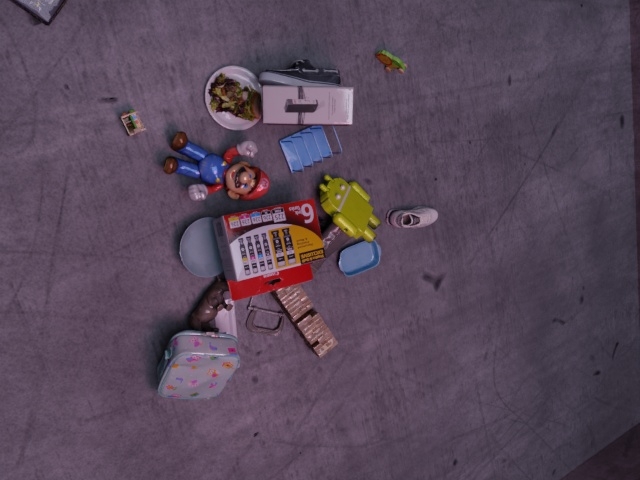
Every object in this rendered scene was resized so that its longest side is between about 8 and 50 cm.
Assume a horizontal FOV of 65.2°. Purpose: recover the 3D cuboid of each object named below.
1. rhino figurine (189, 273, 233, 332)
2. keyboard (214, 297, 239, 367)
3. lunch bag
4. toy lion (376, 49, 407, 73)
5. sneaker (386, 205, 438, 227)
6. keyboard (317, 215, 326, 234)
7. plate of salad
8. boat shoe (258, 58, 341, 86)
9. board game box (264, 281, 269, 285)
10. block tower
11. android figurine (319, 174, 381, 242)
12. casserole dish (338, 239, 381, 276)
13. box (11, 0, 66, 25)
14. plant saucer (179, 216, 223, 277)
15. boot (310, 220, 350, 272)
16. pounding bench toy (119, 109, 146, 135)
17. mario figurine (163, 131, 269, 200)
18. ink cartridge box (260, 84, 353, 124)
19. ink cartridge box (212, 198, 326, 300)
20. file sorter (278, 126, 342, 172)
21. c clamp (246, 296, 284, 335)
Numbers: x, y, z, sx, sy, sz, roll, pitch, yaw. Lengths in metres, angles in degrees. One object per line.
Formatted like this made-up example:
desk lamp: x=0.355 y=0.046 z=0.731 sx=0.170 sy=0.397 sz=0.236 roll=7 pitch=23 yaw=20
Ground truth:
rhino figurine: x=-0.344 y=0.200 z=1.630 sx=0.243 sy=0.106 sz=0.073 roll=-60 pitch=145 yaw=-7
keyboard: x=-0.321 y=0.325 z=1.714 sx=0.072 sy=0.014 sz=0.255 roll=-7 pitch=102 yaw=-21
lunch bag: x=-0.389 y=0.388 z=1.566 sx=0.224 sy=0.107 sz=0.279 roll=13 pitch=129 yaw=-25
toy lion: x=0.249 y=-0.643 z=1.789 sx=0.096 sy=0.100 sz=0.034 roll=38 pitch=82 yaw=-46
sneaker: x=0.375 y=-0.084 z=1.954 sx=0.235 sy=0.095 sz=0.090 roll=-9 pitch=101 yaw=-27
keyboard: x=-0.029 y=-0.050 z=1.793 sx=0.192 sy=0.038 sz=0.100 roll=31 pitch=108 yaw=-30
plate of salad: x=-0.265 y=-0.450 z=1.584 sx=0.200 sy=0.048 sz=0.199 roll=-5 pitch=102 yaw=-26
boat shoe: x=-0.062 y=-0.542 z=1.640 sx=0.301 sy=0.108 sz=0.102 roll=-2 pitch=98 yaw=-29
board game box: x=-0.206 y=0.039 z=1.684 sx=0.146 sy=0.045 sz=0.193 roll=-50 pitch=122 yaw=-21
block tower: x=-0.067 y=0.262 z=1.788 sx=0.097 sy=0.091 sz=0.335 roll=-37 pitch=113 yaw=-18
android figurine: x=0.101 y=-0.118 z=1.762 sx=0.273 sy=0.056 sz=0.248 roll=44 pitch=39 yaw=-13
casserole dish: x=0.144 y=0.063 z=1.892 sx=0.189 sy=0.037 sz=0.114 roll=-20 pitch=108 yaw=-22
box: x=-0.758 y=-0.703 z=1.278 sx=0.233 sy=0.059 sz=0.183 roll=33 pitch=83 yaw=-29
plant saucer: x=-0.366 y=0.020 z=1.609 sx=0.195 sy=0.037 sz=0.194 roll=-7 pitch=102 yaw=-37
boot: x=-0.001 y=-0.002 z=1.757 sx=0.208 sy=0.076 sz=0.190 roll=-44 pitch=131 yaw=10
pounding bench toy: x=-0.540 y=-0.341 z=1.440 sx=0.052 sy=0.083 sz=0.065 roll=-29 pitch=111 yaw=-20
mario figurine: x=-0.302 y=-0.219 z=1.531 sx=0.321 sy=0.170 sz=0.198 roll=18 pitch=125 yaw=-21
ink cartridge box: x=-0.042 y=-0.416 z=1.556 sx=0.273 sy=0.197 sz=0.114 roll=1 pitch=102 yaw=-2
ink cartridge box: x=-0.152 y=0.030 z=1.588 sx=0.310 sy=0.130 sz=0.271 roll=-14 pitch=93 yaw=-27
file sorter: x=-0.031 y=-0.316 z=1.696 sx=0.170 sy=0.104 sz=0.118 roll=-29 pitch=110 yaw=-20
c clamp: x=-0.191 y=0.269 z=1.759 sx=0.161 sy=0.022 sz=0.137 roll=23 pitch=92 yaw=-26
